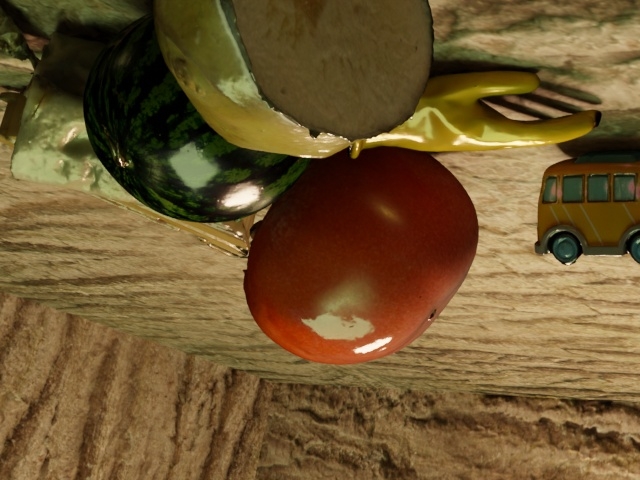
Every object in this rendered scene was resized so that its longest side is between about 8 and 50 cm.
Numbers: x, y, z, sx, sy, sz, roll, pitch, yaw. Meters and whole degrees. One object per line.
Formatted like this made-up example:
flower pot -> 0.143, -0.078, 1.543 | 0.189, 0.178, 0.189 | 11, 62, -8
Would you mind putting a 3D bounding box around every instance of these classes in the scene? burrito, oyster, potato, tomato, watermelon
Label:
burrito -> -0.207, -0.146, 1.502 | 0.331, 0.190, 0.135 | 11, 154, -10
oyster -> -0.390, -0.256, 1.478 | 0.106, 0.061, 0.200 | 26, 175, -8
potato -> -0.059, -0.197, 1.073 | 0.196, 0.246, 0.299 | -5, 152, 38
tomato -> 0.052, 0.027, 1.602 | 0.272, 0.341, 0.341 | 29, 169, 12
watermelon -> -0.129, -0.143, 1.319 | 0.269, 0.269, 0.269 | 11, 165, 3

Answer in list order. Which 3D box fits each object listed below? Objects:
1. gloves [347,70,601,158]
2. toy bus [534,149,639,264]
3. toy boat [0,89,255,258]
gloves -> 0.180, -0.147, 1.403 | 0.294, 0.116, 0.133 | 3, -167, -1
toy bus -> 0.377, -0.044, 1.505 | 0.209, 0.136, 0.126 | 1, -169, 34
toy boat -> -0.282, -0.109, 1.820 | 0.445, 0.136, 0.162 | 25, 157, -28
